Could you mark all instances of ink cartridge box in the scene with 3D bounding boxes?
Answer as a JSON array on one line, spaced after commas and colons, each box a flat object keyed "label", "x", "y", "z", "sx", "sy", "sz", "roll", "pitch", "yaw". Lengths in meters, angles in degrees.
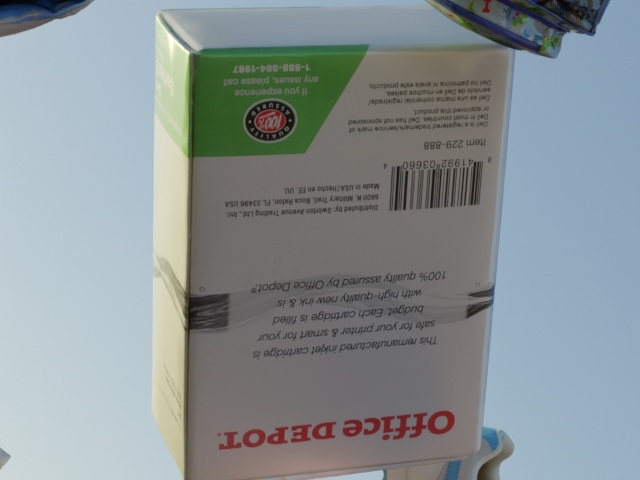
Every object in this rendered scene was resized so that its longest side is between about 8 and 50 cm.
[{"label": "ink cartridge box", "x": 0.000, "y": 0.000, "z": 1.105, "sx": 0.211, "sy": 0.289, "sz": 0.121, "roll": -3, "pitch": 21, "yaw": -18}]

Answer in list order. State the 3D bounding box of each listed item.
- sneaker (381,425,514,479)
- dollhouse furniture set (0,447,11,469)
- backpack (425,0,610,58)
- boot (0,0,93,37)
[{"label": "sneaker", "x": 0.103, "y": 0.247, "z": 1.233, "sx": 0.092, "sy": 0.229, "sz": 0.087, "roll": -7, "pitch": -6, "yaw": 27}, {"label": "dollhouse furniture set", "x": -0.324, "y": 0.181, "z": 1.174, "sx": 0.129, "sy": 0.184, "sz": 0.129, "roll": 37, "pitch": -11, "yaw": 12}, {"label": "backpack", "x": 0.104, "y": -0.159, "z": 0.974, "sx": 0.114, "sy": 0.084, "sz": 0.105, "roll": 25, "pitch": 9, "yaw": -41}, {"label": "boot", "x": -0.104, "y": -0.152, "z": 0.815, "sx": 0.123, "sy": 0.258, "sz": 0.095, "roll": 31, "pitch": -39, "yaw": 56}]
